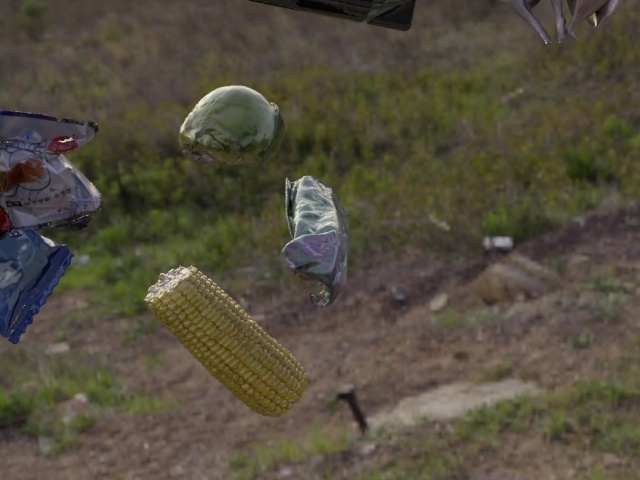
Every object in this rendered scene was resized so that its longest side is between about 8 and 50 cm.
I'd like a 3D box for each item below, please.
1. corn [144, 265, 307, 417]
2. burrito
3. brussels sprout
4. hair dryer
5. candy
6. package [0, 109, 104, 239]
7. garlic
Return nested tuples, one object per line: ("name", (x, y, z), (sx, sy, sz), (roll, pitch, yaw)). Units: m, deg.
("corn", (-0.119, 0.133, 1.594), (0.093, 0.244, 0.093), (-39, 21, 18))
("burrito", (0.000, 0.000, 1.838), (0.089, 0.144, 0.229), (-29, 29, 16))
("brussels sprout", (-0.150, -0.194, 2.129), (0.183, 0.131, 0.145), (10, 68, 29))
("hair dryer", (0.046, -0.345, 1.627), (0.244, 0.116, 0.302), (8, 12, -15))
("candy", (-0.515, 0.002, 1.875), (0.077, 0.331, 0.187), (16, 65, 44))
("package", (-0.438, -0.094, 1.691), (0.270, 0.193, 0.071), (-5, 0, -5))
("garlic", (0.311, -0.399, 1.717), (0.210, 0.237, 0.292), (-23, 27, 32))
